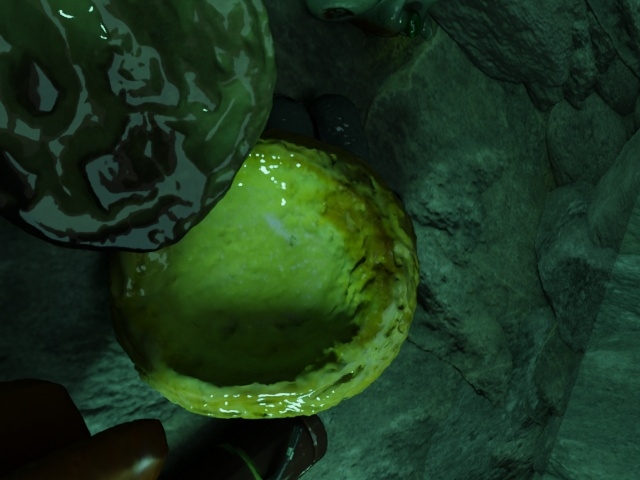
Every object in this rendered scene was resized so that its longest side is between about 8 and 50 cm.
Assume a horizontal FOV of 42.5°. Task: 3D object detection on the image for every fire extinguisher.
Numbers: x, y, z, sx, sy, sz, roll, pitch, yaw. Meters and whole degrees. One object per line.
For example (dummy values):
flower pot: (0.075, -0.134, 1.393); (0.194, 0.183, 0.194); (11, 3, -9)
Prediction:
fire extinguisher: (-0.122, 0.294, 0.915); (0.341, 0.105, 0.141); (-31, 161, -45)

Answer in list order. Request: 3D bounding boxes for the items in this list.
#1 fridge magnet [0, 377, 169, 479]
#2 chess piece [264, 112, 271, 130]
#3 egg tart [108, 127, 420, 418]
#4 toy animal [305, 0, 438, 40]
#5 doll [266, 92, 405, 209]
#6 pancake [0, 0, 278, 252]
fridge magnet: (-0.265, 0.213, 0.535); (0.363, 0.155, 0.363); (-33, 170, -6)
chess piece: (-0.121, -0.135, 0.779); (0.172, 0.060, 0.060); (9, 97, -54)
egg tart: (-0.049, 0.035, 0.781); (0.123, 0.294, 0.294); (55, 57, -73)
toy animal: (0.043, -0.291, 0.910); (0.251, 0.127, 0.125); (-4, 121, -40)
doll: (-0.004, 0.003, 0.955); (0.246, 0.158, 0.340); (-17, 91, -39)
pancake: (-0.160, -0.131, 0.668); (0.294, 0.049, 0.294); (-8, 104, -34)
